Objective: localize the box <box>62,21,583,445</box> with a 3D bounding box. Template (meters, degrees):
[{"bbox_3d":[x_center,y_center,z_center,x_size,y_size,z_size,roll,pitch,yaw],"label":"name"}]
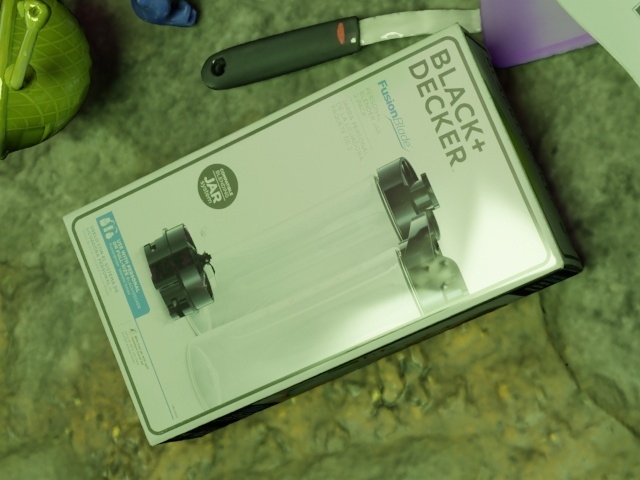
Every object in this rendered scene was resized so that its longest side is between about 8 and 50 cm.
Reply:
[{"bbox_3d":[0.000,0.000,0.987,0.290,0.087,0.169,-24,80,14],"label":"box"}]

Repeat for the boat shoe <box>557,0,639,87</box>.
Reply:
[{"bbox_3d":[0.223,-0.155,0.943,0.108,0.102,0.301,-44,70,30],"label":"boat shoe"}]

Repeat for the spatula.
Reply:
[{"bbox_3d":[0.051,-0.143,1.045,0.296,0.030,0.084,-9,74,19],"label":"spatula"}]

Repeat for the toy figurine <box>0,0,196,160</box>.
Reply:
[{"bbox_3d":[-0.100,-0.229,1.045,0.217,0.191,0.362,7,77,-20],"label":"toy figurine"}]
